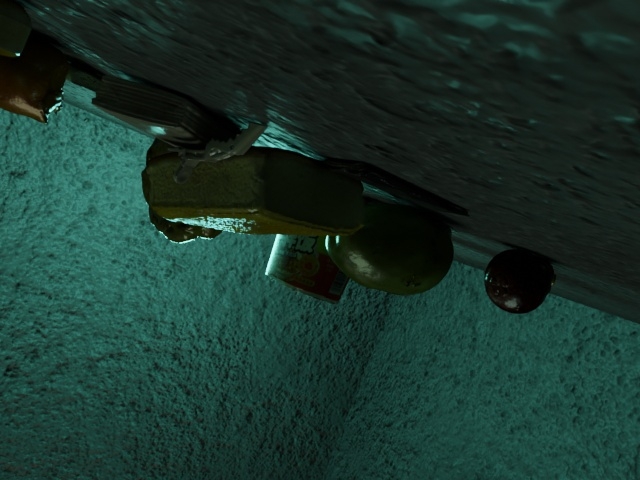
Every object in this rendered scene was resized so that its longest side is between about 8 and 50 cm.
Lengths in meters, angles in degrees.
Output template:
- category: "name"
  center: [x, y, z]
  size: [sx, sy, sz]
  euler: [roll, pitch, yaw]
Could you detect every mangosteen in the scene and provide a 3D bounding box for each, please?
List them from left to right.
- category: "mangosteen"
  center: [0.462, 0.080, 1.408]
  size: [0.156, 0.181, 0.145]
  euler: [-10, 110, 59]

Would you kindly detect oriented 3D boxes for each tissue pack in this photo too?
- category: "tissue pack"
  center: [-0.273, -0.223, 1.176]
  size: [0.170, 0.071, 0.325]
  euler: [19, 180, 11]

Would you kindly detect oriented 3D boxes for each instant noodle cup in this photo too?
- category: "instant noodle cup"
  center: [0.000, 0.000, 1.764]
  size: [0.294, 0.307, 0.294]
  euler: [22, 180, 0]

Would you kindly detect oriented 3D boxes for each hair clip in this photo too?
- category: "hair clip"
  center: [-0.176, -0.148, 1.045]
  size: [0.226, 0.072, 0.034]
  euler: [-8, 175, 35]

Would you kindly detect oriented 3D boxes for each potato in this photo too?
- category: "potato"
  center: [0.160, 0.016, 1.386]
  size: [0.304, 0.215, 0.216]
  euler: [18, -178, -23]

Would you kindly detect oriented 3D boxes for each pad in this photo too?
- category: "pad"
  center: [0.129, -0.092, 1.094]
  size: [0.233, 0.022, 0.174]
  euler: [20, -179, -27]

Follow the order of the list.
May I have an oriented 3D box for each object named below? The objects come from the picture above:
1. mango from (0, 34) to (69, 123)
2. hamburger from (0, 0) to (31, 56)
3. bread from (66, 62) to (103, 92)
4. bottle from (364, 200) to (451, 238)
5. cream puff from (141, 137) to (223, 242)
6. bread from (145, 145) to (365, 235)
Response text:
- category: "mango"
  center: [-0.526, -0.294, 1.016]
  size: [0.252, 0.126, 0.154]
  euler: [29, -162, 14]
- category: "hamburger"
  center: [-0.418, -0.270, 0.725]
  size: [0.141, 0.081, 0.126]
  euler: [9, -173, -16]
- category: "bread"
  center: [-0.459, -0.318, 1.189]
  size: [0.112, 0.036, 0.193]
  euler: [27, -175, 14]
- category: "bottle"
  center: [0.200, -0.021, 1.584]
  size: [0.253, 0.120, 0.120]
  euler: [23, -179, 21]
- category: "cream puff"
  center: [-0.311, -0.151, 1.651]
  size: [0.324, 0.291, 0.257]
  euler: [-4, -175, 44]
- category: "bread"
  center: [-0.125, -0.092, 1.227]
  size: [0.333, 0.143, 0.324]
  euler: [2, 175, 38]
